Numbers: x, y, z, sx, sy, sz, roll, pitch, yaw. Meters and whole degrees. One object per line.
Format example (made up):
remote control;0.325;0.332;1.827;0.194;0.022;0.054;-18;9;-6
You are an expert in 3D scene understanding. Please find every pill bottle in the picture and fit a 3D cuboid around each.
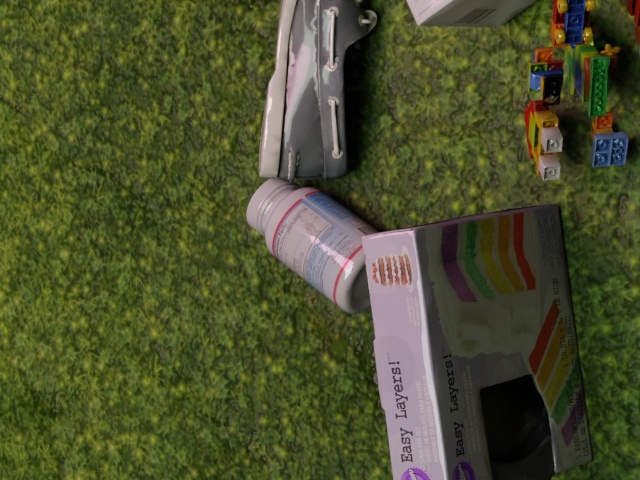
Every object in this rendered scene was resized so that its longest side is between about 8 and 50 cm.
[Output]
pill bottle;0.000;0.000;1.959;0.160;0.087;0.087;37;118;32

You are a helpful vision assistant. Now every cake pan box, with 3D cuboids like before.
cake pan box;0.148;0.108;1.742;0.070;0.246;0.267;-6;90;41

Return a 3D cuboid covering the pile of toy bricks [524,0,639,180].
pile of toy bricks;0.242;-0.168;1.732;0.105;0.118;0.212;-104;12;-52

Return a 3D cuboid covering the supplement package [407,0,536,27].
supplement package;0.129;-0.338;1.774;0.134;0.139;0.244;-33;73;37

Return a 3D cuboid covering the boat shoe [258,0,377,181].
boat shoe;0.005;-0.216;1.946;0.099;0.116;0.319;9;96;-4
